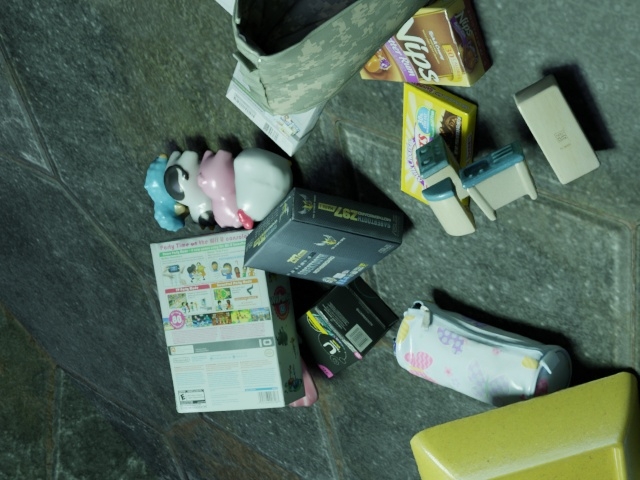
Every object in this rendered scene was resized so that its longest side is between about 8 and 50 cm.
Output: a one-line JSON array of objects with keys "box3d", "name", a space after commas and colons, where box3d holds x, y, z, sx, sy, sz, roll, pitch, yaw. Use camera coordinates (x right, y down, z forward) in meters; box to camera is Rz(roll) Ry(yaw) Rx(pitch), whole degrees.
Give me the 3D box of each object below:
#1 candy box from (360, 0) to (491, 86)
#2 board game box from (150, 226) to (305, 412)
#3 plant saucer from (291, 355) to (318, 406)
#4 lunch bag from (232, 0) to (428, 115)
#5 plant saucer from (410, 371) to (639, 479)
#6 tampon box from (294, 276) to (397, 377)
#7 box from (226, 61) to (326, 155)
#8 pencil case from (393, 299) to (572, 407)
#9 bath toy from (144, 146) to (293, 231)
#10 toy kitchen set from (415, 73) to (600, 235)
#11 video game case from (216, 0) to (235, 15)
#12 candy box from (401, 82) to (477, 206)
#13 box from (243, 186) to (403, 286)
[{"box3d": [0.115, -0.256, 1.435, 0.186, 0.053, 0.109, 11, 135, 44], "name": "candy box"}, {"box3d": [-0.159, 0.136, 1.981, 0.224, 0.097, 0.304, -7, 94, 27], "name": "board game box"}, {"box3d": [-0.131, 0.188, 2.167, 0.332, 0.084, 0.332, 52, 168, 16], "name": "plant saucer"}, {"box3d": [0.009, -0.277, 1.246, 0.169, 0.287, 0.235, 42, 175, 7], "name": "lunch bag"}, {"box3d": [0.326, 0.372, 1.674, 0.081, 0.332, 0.333, -102, -5, -52], "name": "plant saucer"}, {"box3d": [0.034, 0.148, 1.981, 0.120, 0.101, 0.161, 47, 151, 1], "name": "tampon box"}, {"box3d": [-0.062, -0.228, 1.713, 0.145, 0.038, 0.186, 43, 151, 7], "name": "box"}, {"box3d": [0.244, 0.177, 1.736, 0.273, 0.113, 0.124, 20, 122, 39], "name": "pencil case"}, {"box3d": [-0.169, -0.077, 1.948, 0.151, 0.129, 0.348, 23, 166, -34], "name": "bath toy"}, {"box3d": [0.214, -0.126, 1.423, 0.207, 0.166, 0.122, -28, 115, 14], "name": "toy kitchen set"}, {"box3d": [-0.095, -0.402, 1.518, 0.269, 0.061, 0.244, 43, 152, 7], "name": "video game case"}, {"box3d": [0.159, -0.123, 1.564, 0.105, 0.027, 0.206, 32, 147, 27], "name": "candy box"}, {"box3d": [0.000, 0.000, 1.792, 0.183, 0.059, 0.232, 13, 156, -19], "name": "box"}]
